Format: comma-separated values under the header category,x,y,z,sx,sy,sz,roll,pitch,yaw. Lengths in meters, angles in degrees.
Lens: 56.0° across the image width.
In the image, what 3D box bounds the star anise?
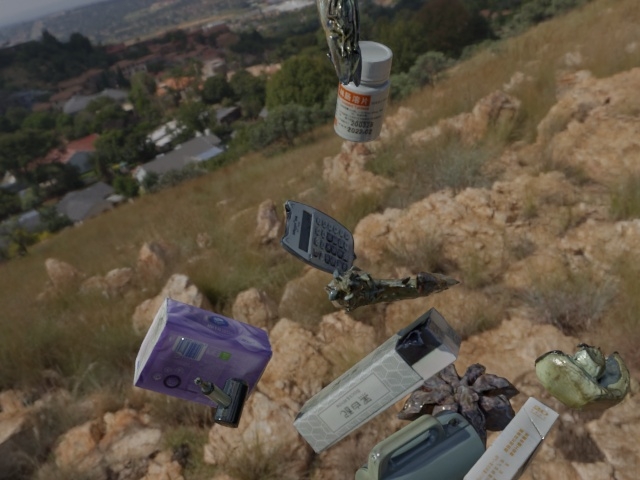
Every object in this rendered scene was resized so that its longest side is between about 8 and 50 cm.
category,x,y,z,sx,sy,sz,roll,pitch,yaw
star anise,0.363,0.414,1.567,0.332,0.117,0.331,-4,31,2

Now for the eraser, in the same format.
category,x,y,z,sx,sy,sz,roll,pitch,yaw
eraser,0.110,0.299,1.255,0.404,0.096,0.098,-44,1,28

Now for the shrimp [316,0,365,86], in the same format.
category,x,y,z,sx,sy,sz,roll,pitch,yaw
shrimp,0.033,-0.353,0.794,0.058,0.169,0.296,-3,68,-17

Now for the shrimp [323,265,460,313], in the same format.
category,x,y,z,sx,sy,sz,roll,pitch,yaw
shrimp,0.122,0.085,1.095,0.247,0.085,0.360,-8,-9,21

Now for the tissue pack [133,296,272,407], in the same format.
category,x,y,z,sx,sy,sz,roll,pitch,yaw
tissue pack,-0.337,0.336,1.749,0.338,0.242,0.160,23,20,-25

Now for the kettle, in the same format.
category,x,y,z,sx,sy,sz,roll,pitch,yaw
kettle,0.198,0.441,1.199,0.243,0.210,0.160,-16,36,-29

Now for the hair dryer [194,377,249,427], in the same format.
category,x,y,z,sx,sy,sz,roll,pitch,yaw
hair dryer,-0.212,0.317,1.258,0.057,0.197,0.100,2,60,19

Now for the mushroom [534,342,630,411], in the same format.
category,x,y,z,sx,sy,sz,roll,pitch,yaw
mushroom,0.761,0.414,1.753,0.189,0.267,0.164,-44,42,41

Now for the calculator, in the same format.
category,x,y,z,sx,sy,sz,roll,pitch,yaw
calculator,0.000,0.000,1.680,0.040,0.268,0.177,-31,43,46

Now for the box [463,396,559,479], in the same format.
category,x,y,z,sx,sy,sz,roll,pitch,yaw
box,0.339,0.414,1.111,0.067,0.149,0.233,35,51,28

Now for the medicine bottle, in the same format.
category,x,y,z,sx,sy,sz,roll,pitch,yaw
medicine bottle,0.119,-0.408,1.665,0.145,0.252,0.144,6,41,-5
